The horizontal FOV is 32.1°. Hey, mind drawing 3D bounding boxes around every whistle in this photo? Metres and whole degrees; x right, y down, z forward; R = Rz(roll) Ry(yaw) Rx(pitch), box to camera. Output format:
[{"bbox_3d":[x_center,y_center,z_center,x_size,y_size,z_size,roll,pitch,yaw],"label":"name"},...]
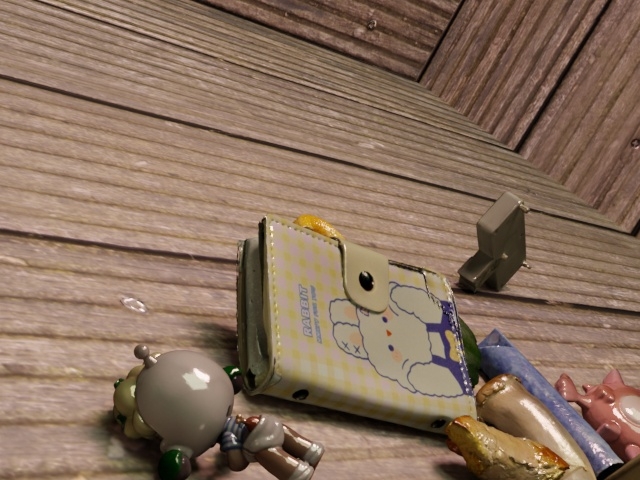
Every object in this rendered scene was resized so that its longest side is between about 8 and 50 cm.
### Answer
[{"bbox_3d":[0.303,0.225,1.511,0.062,0.062,0.304,16,21,-36],"label":"whistle"}]

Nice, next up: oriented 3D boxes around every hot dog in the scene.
[{"bbox_3d":[0.206,0.252,1.276,0.169,0.061,0.078,25,17,-18],"label":"hot dog"}]

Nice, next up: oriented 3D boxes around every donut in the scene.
[{"bbox_3d":[0.000,0.000,1.704,0.108,0.043,0.097,36,19,9],"label":"donut"}]

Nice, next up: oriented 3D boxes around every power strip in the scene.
[{"bbox_3d":[0.303,0.027,1.940,0.061,0.145,0.215,37,-16,29],"label":"power strip"}]

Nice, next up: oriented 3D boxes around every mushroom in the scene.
[{"bbox_3d":[0.271,0.251,1.386,0.084,0.071,0.209,6,32,-41],"label":"mushroom"}]

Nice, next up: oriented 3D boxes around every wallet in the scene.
[{"bbox_3d":[0.045,0.106,1.295,0.310,0.077,0.223,18,51,-35],"label":"wallet"}]

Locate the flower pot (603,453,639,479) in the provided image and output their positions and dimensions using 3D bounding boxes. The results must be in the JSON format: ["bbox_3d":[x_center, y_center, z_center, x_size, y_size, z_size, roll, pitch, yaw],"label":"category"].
[{"bbox_3d":[0.493,0.301,1.257,0.244,0.307,0.307,56,26,19],"label":"flower pot"}]

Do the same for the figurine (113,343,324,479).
[{"bbox_3d":[-0.096,0.167,1.000,0.197,0.093,0.147,36,39,-3],"label":"figurine"}]

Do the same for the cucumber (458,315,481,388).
[{"bbox_3d":[0.097,0.109,1.454,0.325,0.105,0.145,24,17,-25],"label":"cucumber"}]

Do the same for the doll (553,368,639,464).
[{"bbox_3d":[0.441,0.261,1.570,0.262,0.093,0.211,31,23,-5],"label":"doll"}]
